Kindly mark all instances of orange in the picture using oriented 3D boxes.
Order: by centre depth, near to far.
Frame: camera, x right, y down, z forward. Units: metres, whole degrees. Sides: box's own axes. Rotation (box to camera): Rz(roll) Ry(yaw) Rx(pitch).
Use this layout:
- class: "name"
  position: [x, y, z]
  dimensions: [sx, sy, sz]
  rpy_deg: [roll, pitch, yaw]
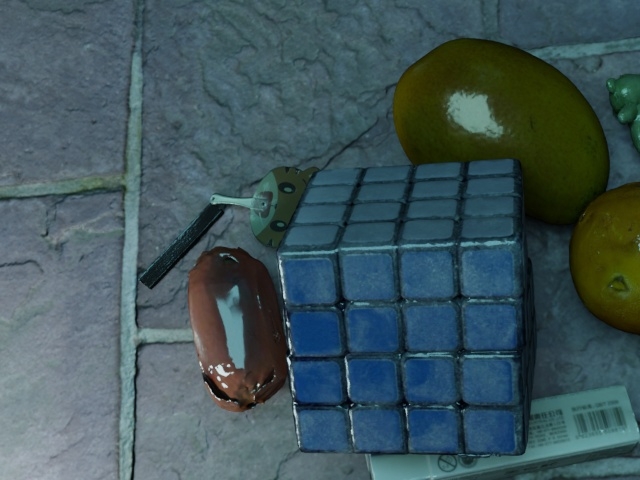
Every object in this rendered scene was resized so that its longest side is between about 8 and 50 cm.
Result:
- class: "orange"
  position: [0.496, 0.027, 1.844]
  dimensions: [0.240, 0.240, 0.240]
  rpy_deg: [-4, 74, 13]

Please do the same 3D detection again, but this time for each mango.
- class: "mango"
  position: [0.298, -0.175, 1.965]
  dimensions: [0.378, 0.221, 0.264]
  rpy_deg: [35, 81, 10]

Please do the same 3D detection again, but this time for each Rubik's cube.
- class: "Rubik's cube"
  position: [0.142, 0.092, 1.799]
  dimensions: [0.344, 0.344, 0.337]
  rpy_deg: [-1, 112, 11]

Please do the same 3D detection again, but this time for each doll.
- class: "doll"
  position: [0.515, -0.200, 1.988]
  dimensions: [0.115, 0.077, 0.150]
  rpy_deg: [-8, 73, -35]

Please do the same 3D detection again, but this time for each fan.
- class: "fan"
  position: [-0.098, -0.063, 2.095]
  dimensions: [0.226, 0.008, 0.153]
  rpy_deg: [9, 84, 29]

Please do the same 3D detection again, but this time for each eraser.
- class: "eraser"
  position: [0.272, 0.309, 1.845]
  dimensions: [0.403, 0.096, 0.098]
  rpy_deg: [-10, 66, -2]

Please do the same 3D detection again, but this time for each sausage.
- class: "sausage"
  position: [-0.141, 0.143, 2.019]
  dimensions: [0.152, 0.152, 0.280]
  rpy_deg: [-17, 73, 9]

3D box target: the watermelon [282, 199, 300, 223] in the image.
- class: "watermelon"
  position: [0.000, 0.000, 2.069]
  dimensions: [0.187, 0.071, 0.139]
  rpy_deg: [32, 89, 20]

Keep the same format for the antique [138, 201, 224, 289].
- class: "antique"
  position: [-0.246, 0.010, 2.154]
  dimensions: [0.192, 0.015, 0.031]
  rpy_deg: [-46, 69, -1]
